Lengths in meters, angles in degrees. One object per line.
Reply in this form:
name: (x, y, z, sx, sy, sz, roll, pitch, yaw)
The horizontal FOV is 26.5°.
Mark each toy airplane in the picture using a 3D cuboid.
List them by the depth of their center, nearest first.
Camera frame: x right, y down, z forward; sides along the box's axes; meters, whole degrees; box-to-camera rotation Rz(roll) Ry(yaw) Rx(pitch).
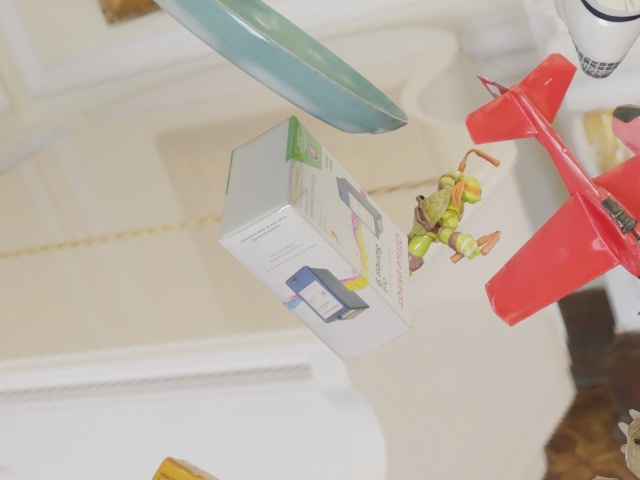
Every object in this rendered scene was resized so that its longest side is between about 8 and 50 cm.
toy airplane: (0.131, -0.031, 0.682, 0.151, 0.151, 0.028, -25, -9, -13)

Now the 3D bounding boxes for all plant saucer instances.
plant saucer: (-0.055, -0.189, 1.280, 0.043, 0.318, 0.317, -54, 14, 11)

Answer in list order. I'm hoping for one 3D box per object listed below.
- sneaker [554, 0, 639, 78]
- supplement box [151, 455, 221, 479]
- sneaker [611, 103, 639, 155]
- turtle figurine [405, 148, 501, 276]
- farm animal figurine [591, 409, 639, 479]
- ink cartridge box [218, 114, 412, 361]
sneaker: (0.223, -0.248, 1.163, 0.090, 0.094, 0.235, 0, 53, -2)
supplement box: (-0.166, 0.325, 1.296, 0.233, 0.080, 0.078, -63, -12, -7)
sneaker: (0.396, -0.012, 1.366, 0.136, 0.314, 0.116, -52, -16, 17)
turtle figurine: (0.160, -0.015, 1.903, 0.217, 0.087, 0.269, -49, 22, 27)
farm animal figurine: (0.491, 0.334, 1.985, 0.330, 0.172, 0.326, -50, -19, -10)
ink cartridge box: (0.000, 0.000, 1.414, 0.093, 0.212, 0.154, -28, 34, 23)
